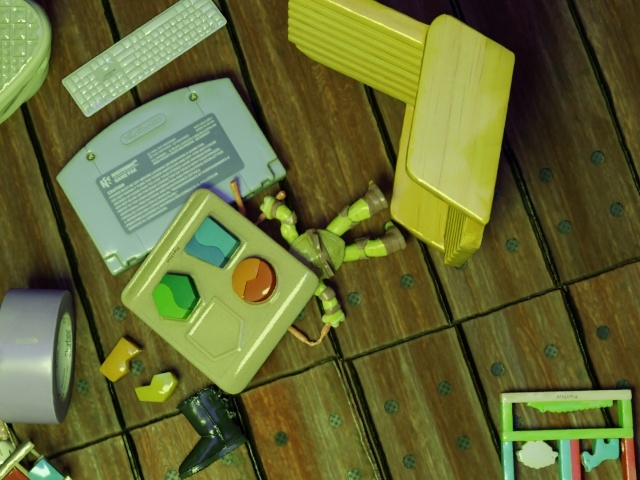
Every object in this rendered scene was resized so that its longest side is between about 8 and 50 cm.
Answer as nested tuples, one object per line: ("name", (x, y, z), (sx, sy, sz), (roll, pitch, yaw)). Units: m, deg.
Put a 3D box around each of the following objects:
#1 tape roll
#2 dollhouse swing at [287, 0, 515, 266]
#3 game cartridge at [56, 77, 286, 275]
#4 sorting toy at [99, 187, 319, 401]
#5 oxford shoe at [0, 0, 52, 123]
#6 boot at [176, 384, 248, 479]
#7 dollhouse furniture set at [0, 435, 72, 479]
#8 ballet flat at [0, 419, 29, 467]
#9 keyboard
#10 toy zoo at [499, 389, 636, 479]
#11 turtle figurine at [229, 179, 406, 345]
("tape roll", (-0.395, 0.160, 1.868), (0.080, 0.189, 0.189), (2, 82, -2))
("dollhouse swing", (0.081, -0.154, 1.841), (0.305, 0.347, 0.315), (10, 82, -1))
("game cartridge", (-0.225, -0.105, 1.978), (0.297, 0.062, 0.198), (-30, 80, -5))
("sorting toy", (-0.175, 0.108, 1.905), (0.229, 0.041, 0.307), (38, 96, 15))
("oxford shoe", (-0.555, -0.179, 1.950), (0.449, 0.130, 0.169), (-42, 90, 5))
("boot", (-0.173, 0.273, 1.930), (0.121, 0.045, 0.099), (-32, 85, -10))
("dollhouse furniture set", (-0.377, 0.389, 1.843), (0.129, 0.129, 0.184), (-46, 103, -7))
("ballet flat", (-0.475, 0.276, 1.911), (0.073, 0.067, 0.206), (-26, 84, -6))
("keyboard", (-0.265, -0.284, 2.021), (0.256, 0.014, 0.072), (-35, 84, -6))
("toy zoo", (0.359, 0.364, 1.935), (0.192, 0.030, 0.293), (-2, 82, -2))
("turtle figurine", (0.000, 0.000, 1.936), (0.217, 0.087, 0.269), (-27, 94, -6))
